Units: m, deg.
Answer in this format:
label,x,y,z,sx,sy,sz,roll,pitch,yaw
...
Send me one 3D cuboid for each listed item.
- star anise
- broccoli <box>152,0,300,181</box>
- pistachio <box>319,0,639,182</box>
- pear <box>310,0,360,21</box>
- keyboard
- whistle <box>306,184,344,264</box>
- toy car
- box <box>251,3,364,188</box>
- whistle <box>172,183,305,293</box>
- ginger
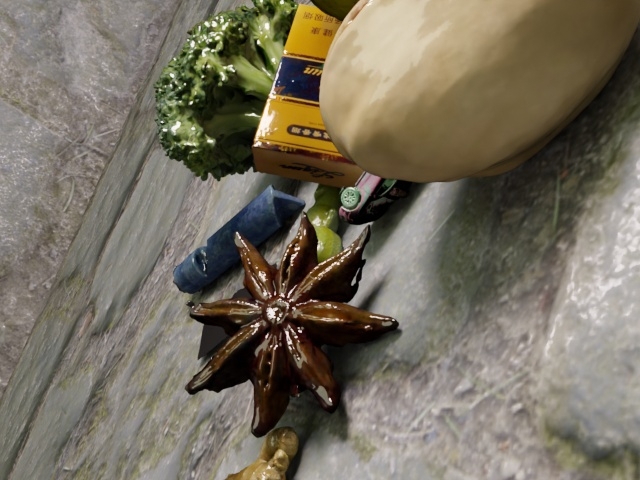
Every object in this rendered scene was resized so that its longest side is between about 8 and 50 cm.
label,x,y,z,sx,sy,sz,roll,pitch,yaw
star anise,-0.027,0.094,0.954,0.272,0.102,0.272,-12,60,22
broccoli,-0.095,-0.214,1.253,0.288,0.260,0.235,-56,11,9
pistachio,0.144,-0.175,0.779,0.318,0.214,0.193,-40,29,16
pear,0.115,-0.400,0.931,0.413,0.352,0.352,-23,45,58
keyboard,-0.120,0.106,1.235,0.196,0.015,0.074,-40,36,40
whistle,0.000,0.000,1.073,0.104,0.057,0.198,-43,23,45
toy car,0.078,-0.071,0.978,0.055,0.069,0.142,42,107,25
box,0.017,-0.186,1.099,0.070,0.152,0.237,89,-165,-61
whistle,-0.132,0.000,1.312,0.304,0.062,0.062,-36,35,45
ginger,-0.098,0.295,0.948,0.176,0.052,0.193,-9,57,54
